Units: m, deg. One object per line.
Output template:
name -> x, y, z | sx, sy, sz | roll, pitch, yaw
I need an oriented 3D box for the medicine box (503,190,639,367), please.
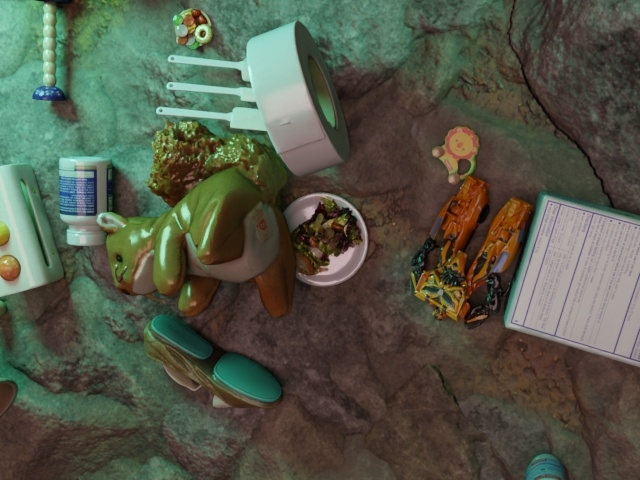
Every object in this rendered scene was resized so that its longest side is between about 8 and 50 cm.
medicine box -> 0.526, 0.069, 1.626 | 0.289, 0.149, 0.263 | 16, 101, 9

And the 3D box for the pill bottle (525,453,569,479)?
pill bottle -> 0.453, 0.486, 1.695 | 0.087, 0.160, 0.087 | 2, 98, 11

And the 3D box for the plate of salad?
plate of salad -> 0.000, 0.000, 1.780 | 0.199, 0.048, 0.200 | 2, 98, 12

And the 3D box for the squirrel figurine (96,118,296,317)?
squirrel figurine -> -0.262, -0.042, 1.745 | 0.370, 0.281, 0.397 | -7, 66, 32

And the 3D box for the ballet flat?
ballet flat -> -0.242, 0.290, 1.851 | 0.342, 0.116, 0.124 | 28, 123, 7

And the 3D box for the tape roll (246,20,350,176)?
tape roll -> -0.038, -0.267, 1.628 | 0.100, 0.286, 0.286 | -17, 94, 13

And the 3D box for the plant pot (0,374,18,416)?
plant pot -> -0.909, 0.307, 1.904 | 0.334, 0.334, 0.305 | -45, 76, 14

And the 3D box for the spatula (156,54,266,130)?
spatula -> -0.207, -0.311, 1.751 | 0.242, 0.019, 0.168 | 7, 75, 6

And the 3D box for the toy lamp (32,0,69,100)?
toy lamp -> -0.580, -0.440, 1.826 | 0.080, 0.080, 0.275 | 8, 102, 11

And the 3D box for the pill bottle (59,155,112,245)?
pill bottle -> -0.507, -0.086, 1.842 | 0.112, 0.112, 0.187 | 4, 98, 11

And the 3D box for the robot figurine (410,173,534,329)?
robot figurine -> 0.288, 0.028, 1.684 | 0.211, 0.085, 0.291 | 30, 101, 29

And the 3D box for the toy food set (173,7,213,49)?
toy food set -> -0.269, -0.444, 1.786 | 0.082, 0.020, 0.083 | -19, 94, 14

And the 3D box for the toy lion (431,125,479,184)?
toy lion -> 0.279, -0.175, 1.706 | 0.096, 0.034, 0.100 | -30, 91, 7

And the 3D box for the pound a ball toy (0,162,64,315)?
pound a ball toy -> -0.716, 0.010, 1.889 | 0.208, 0.136, 0.319 | -14, 94, 13
